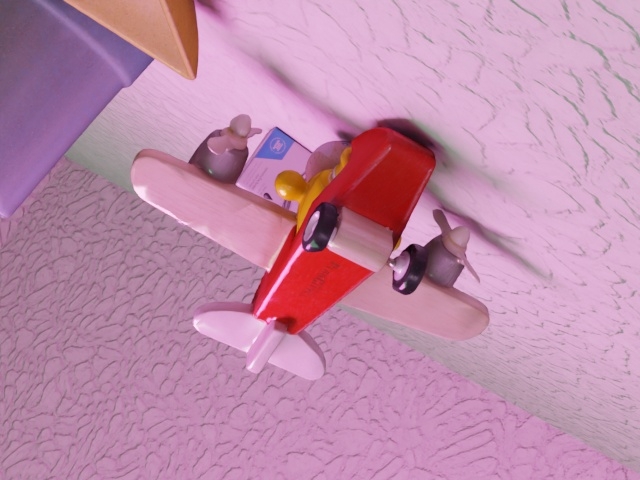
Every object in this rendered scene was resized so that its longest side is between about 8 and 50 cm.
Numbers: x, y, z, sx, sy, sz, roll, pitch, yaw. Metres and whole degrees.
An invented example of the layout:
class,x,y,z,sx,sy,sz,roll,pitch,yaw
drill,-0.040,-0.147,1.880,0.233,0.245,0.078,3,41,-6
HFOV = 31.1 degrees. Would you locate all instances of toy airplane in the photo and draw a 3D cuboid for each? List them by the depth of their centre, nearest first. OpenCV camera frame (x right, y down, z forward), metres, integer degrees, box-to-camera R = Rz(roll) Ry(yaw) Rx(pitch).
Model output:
class,x,y,z,sx,sy,sz,roll,pitch,yaw
toy airplane,0.000,0.000,1.456,0.384,0.272,0.386,-4,140,21

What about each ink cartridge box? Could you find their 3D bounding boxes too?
class,x,y,z,sx,sy,sz,roll,pitch,yaw
ink cartridge box,-0.028,-0.073,1.710,0.180,0.104,0.060,35,171,-10

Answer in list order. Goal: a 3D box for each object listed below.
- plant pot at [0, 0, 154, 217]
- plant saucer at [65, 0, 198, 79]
class,x,y,z,sx,sy,sz,roll,pitch,yaw
plant pot,-0.433,-0.234,1.559,0.341,0.334,0.341,33,171,6
plant saucer,-0.266,-0.333,1.223,0.333,0.081,0.333,32,172,6
